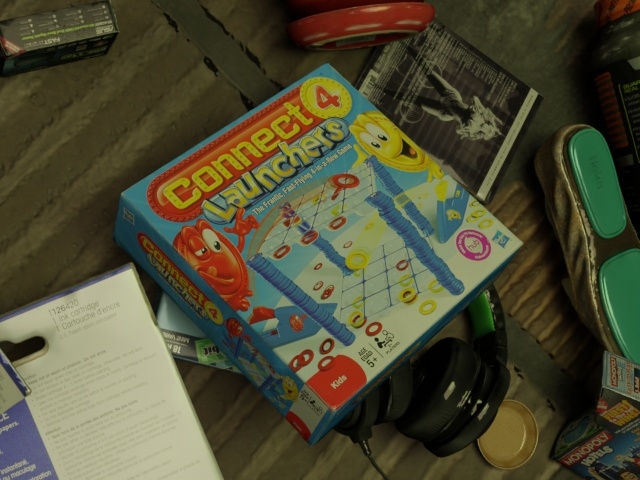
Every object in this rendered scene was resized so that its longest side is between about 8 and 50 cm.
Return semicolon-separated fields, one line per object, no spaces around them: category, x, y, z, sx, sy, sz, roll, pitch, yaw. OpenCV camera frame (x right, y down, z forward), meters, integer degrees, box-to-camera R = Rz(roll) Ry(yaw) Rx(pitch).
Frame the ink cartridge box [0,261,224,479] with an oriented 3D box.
ink cartridge box;-0.271;0.220;1.106;0.303;0.072;0.307;-22;90;-12

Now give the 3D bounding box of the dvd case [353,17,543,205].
dvd case;0.154;-0.169;1.340;0.221;0.018;0.164;32;74;-13

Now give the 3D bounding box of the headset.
headset;0.079;0.173;1.239;0.243;0.185;0.394;16;64;-20

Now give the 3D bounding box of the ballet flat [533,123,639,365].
ballet flat;0.337;0.014;1.340;0.107;0.106;0.316;-13;90;-27

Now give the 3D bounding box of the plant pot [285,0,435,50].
plant pot;0.041;-0.309;1.226;0.191;0.191;0.174;-10;94;-20

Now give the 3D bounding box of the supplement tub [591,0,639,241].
supplement tub;0.459;-0.153;1.348;0.207;0.207;0.338;-15;90;-21

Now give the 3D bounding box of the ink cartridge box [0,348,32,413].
ink cartridge box;-0.439;0.167;1.010;0.332;0.065;0.165;-34;92;1

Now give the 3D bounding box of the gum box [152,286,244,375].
gum box;-0.098;0.051;1.214;0.157;0.041;0.184;17;80;-17

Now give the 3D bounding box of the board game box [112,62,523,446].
board game box;0.000;0.000;1.142;0.302;0.086;0.308;44;57;13

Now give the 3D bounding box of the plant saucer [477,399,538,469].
plant saucer;0.224;0.234;1.324;0.083;0.015;0.083;2;84;-19

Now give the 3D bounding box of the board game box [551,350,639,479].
board game box;0.378;0.221;1.306;0.194;0.194;0.060;32;43;-14

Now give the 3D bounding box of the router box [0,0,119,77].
router box;-0.280;-0.211;1.149;0.122;0.092;0.038;-16;90;-20
